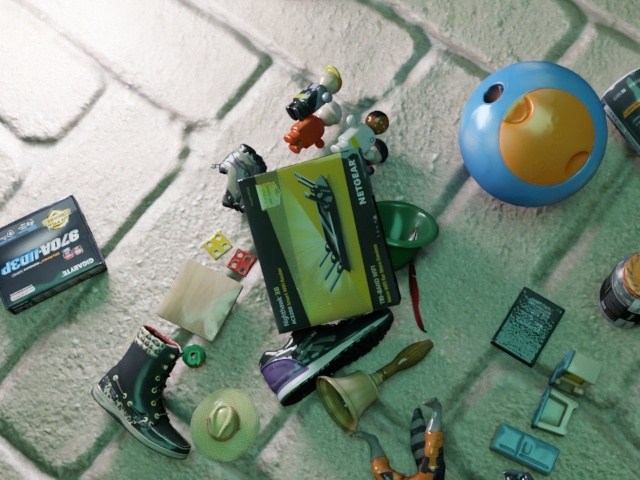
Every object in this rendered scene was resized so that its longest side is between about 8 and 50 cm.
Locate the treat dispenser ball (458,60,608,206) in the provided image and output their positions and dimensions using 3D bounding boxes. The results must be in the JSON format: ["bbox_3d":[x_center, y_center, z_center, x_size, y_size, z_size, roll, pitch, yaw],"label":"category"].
[{"bbox_3d":[0.418,-0.210,1.916,0.288,0.288,0.288,-1,71,3],"label":"treat dispenser ball"}]

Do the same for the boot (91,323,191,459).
[{"bbox_3d":[-0.313,0.293,1.875,0.236,0.085,0.179,35,93,17],"label":"boot"}]

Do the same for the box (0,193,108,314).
[{"bbox_3d":[-0.578,0.028,2.018,0.220,0.051,0.175,-26,72,-6],"label":"box"}]

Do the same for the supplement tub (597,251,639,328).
[{"bbox_3d":[0.607,0.093,1.854,0.116,0.190,0.117,-1,72,3],"label":"supplement tub"}]

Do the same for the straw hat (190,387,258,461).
[{"bbox_3d":[-0.190,0.353,1.881,0.144,0.061,0.145,-1,71,2],"label":"straw hat"}]

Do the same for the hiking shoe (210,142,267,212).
[{"bbox_3d":[-0.143,-0.084,2.025,0.114,0.086,0.227,-30,77,18],"label":"hiking shoe"}]

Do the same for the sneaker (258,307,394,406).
[{"bbox_3d":[0.007,0.194,1.904,0.283,0.107,0.124,-34,67,-8],"label":"sneaker"}]

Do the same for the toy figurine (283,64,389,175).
[{"bbox_3d":[0.039,-0.228,1.987,0.148,0.209,0.213,-42,73,-18],"label":"toy figurine"}]

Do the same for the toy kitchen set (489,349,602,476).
[{"bbox_3d":[0.418,0.312,1.804,0.122,0.166,0.207,24,74,10],"label":"toy kitchen set"}]

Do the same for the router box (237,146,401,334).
[{"bbox_3d":[0.000,0.000,1.852,0.242,0.081,0.309,-15,93,8],"label":"router box"}]

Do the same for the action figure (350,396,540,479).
[{"bbox_3d":[0.242,0.454,1.768,0.341,0.178,0.330,-28,76,20],"label":"action figure"}]

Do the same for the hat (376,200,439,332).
[{"bbox_3d":[0.146,0.045,1.986,0.172,0.184,0.208,7,31,0],"label":"hat"}]

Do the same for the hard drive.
[{"bbox_3d":[0.413,0.172,1.927,0.094,0.022,0.135,31,76,13],"label":"hard drive"}]

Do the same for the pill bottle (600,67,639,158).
[{"bbox_3d":[0.696,-0.227,1.989,0.130,0.130,0.246,-31,73,-7],"label":"pill bottle"}]

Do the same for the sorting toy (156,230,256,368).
[{"bbox_3d":[-0.238,0.117,1.970,0.132,0.046,0.275,25,75,11],"label":"sorting toy"}]

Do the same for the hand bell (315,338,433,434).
[{"bbox_3d":[0.125,0.261,1.881,0.242,0.126,0.126,-29,71,-23],"label":"hand bell"}]
